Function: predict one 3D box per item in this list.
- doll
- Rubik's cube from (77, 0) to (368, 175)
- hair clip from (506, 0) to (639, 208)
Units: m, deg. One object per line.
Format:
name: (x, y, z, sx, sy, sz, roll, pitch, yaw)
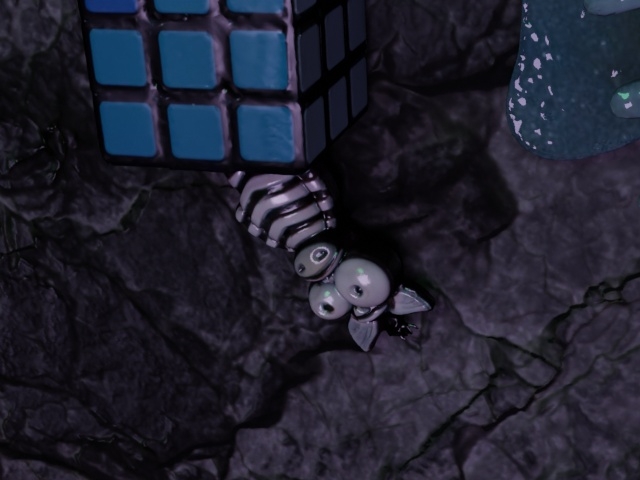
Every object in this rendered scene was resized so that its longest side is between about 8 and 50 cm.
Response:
doll: (0.000, 0.000, 0.997, 0.219, 0.067, 0.091, 48, 127, -9)
Rubik's cube: (-0.063, -0.149, 0.897, 0.162, 0.163, 0.160, 5, 115, 19)
hair clip: (0.251, -0.196, 0.738, 0.392, 0.238, 0.318, -11, 107, 22)
